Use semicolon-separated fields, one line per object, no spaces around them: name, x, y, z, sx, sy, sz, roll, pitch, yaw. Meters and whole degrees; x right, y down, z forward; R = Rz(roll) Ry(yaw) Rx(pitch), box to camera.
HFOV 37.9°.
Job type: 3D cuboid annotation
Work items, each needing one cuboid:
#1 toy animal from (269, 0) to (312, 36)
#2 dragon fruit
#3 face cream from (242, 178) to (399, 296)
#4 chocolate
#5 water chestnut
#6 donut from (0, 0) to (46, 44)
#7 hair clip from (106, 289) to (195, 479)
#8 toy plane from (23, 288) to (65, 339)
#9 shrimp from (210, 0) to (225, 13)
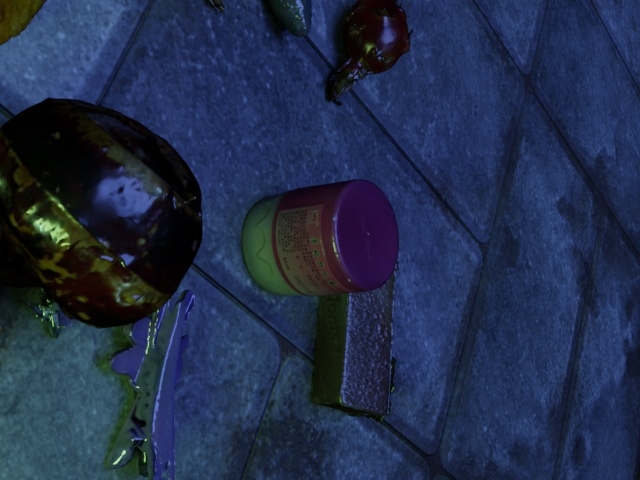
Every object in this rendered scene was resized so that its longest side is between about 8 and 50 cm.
toy animal;-0.065;-0.460;1.574;0.079;0.070;0.253;64;13;-79
dragon fruit;0.080;-0.345;1.703;0.246;0.125;0.125;-55;141;-19
face cream;0.000;0.000;1.475;0.175;0.194;0.175;13;74;-50
chocolate;0.057;0.146;1.600;0.112;0.112;0.321;15;74;-41
water chestnut;-0.283;-0.022;1.095;0.300;0.300;0.300;10;78;-50
donut;-0.392;-0.360;1.021;0.303;0.110;0.303;-56;163;-27
hair clip;-0.231;0.197;1.257;0.137;0.090;0.279;22;63;-47
toy plane;-0.340;0.084;1.173;0.078;0.031;0.083;-23;101;-63
shrimp;-0.166;-0.416;1.464;0.083;0.023;0.114;-46;116;-47
